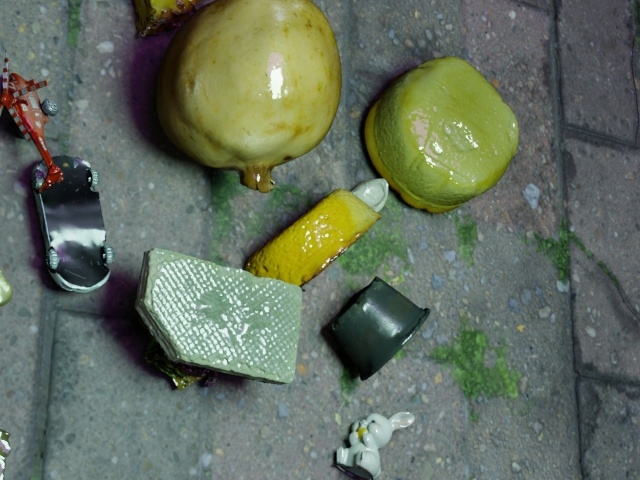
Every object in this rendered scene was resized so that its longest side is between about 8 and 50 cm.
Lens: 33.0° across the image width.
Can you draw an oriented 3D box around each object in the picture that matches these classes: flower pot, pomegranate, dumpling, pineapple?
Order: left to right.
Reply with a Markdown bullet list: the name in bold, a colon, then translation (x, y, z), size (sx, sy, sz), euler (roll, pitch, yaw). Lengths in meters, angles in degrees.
- **pineapple**: translation (-0.227, -0.426, 1.714), size (0.135, 0.079, 0.233), euler (6, 73, -34)
- **pomegranate**: translation (-0.104, -0.240, 1.612), size (0.307, 0.307, 0.307), euler (10, 71, -30)
- **dumpling**: translation (0.083, -0.072, 1.836), size (0.077, 0.043, 0.059), euler (-32, 116, -38)
- **flower pot**: translation (0.084, 0.132, 1.721), size (0.107, 0.157, 0.157), euler (43, 57, 1)

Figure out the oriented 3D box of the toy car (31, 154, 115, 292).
- **toy car**: translation (-0.353, -0.024, 1.530), size (0.095, 0.056, 0.205), euler (-5, 77, -34)

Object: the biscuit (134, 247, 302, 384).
- **biscuit**: translation (-0.140, 0.107, 1.519), size (0.252, 0.052, 0.150), euler (18, 70, -29)

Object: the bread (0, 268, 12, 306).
- **bread**: translation (-0.497, 0.052, 1.299), size (0.196, 0.252, 0.239), euler (43, 55, -17)

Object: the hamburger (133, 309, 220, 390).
- **hamburger**: translation (-0.174, 0.126, 1.581), size (0.164, 0.093, 0.189), euler (51, 58, -11)

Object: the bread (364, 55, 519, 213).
- **bread**: translation (0.211, -0.188, 1.888), size (0.269, 0.148, 0.270), euler (9, 71, -26)

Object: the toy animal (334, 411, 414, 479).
- **toy animal**: translation (0.083, 0.315, 1.705), size (0.085, 0.071, 0.124), euler (35, 61, -19)

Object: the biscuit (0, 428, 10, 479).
- **biscuit**: translation (-0.495, 0.355, 1.344), size (0.187, 0.036, 0.274), euler (20, 67, -27)

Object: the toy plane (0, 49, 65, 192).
- **toy plane**: translation (-0.394, -0.162, 1.504), size (0.194, 0.126, 0.077), euler (40, 13, 25)

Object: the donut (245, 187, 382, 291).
- **donut**: translation (0.005, -0.004, 1.698), size (0.259, 0.152, 0.101), euler (-38, 91, -37)
